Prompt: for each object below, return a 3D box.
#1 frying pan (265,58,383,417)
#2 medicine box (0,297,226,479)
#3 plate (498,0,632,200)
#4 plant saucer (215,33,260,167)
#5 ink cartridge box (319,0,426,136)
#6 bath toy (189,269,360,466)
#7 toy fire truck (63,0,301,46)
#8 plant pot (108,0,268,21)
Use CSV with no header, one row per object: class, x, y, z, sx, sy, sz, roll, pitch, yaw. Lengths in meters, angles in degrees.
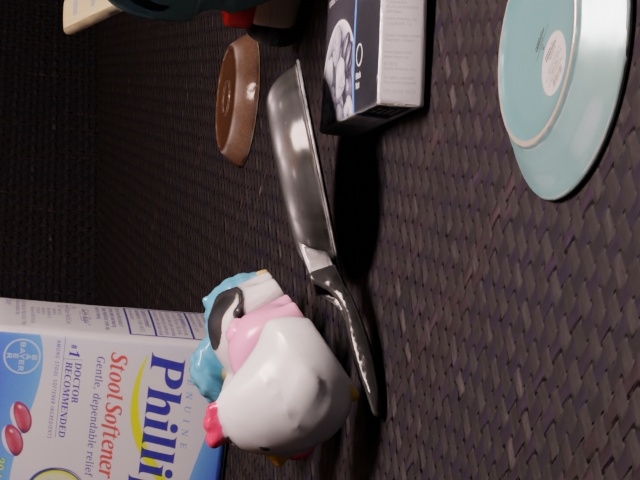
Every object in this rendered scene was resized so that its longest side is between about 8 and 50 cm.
frying pan,0.001,0.003,1.409,0.197,0.053,0.326,73,-173,-80
medicine box,-0.265,0.222,1.967,0.149,0.289,0.263,-130,46,-74
plate,0.138,-0.118,0.971,0.188,0.024,0.188,-174,90,-77
plant saucer,-0.105,-0.175,2.001,0.168,0.029,0.168,-174,90,-76
ink cartridge box,0.045,-0.200,1.345,0.206,0.045,0.208,166,109,-77
bath toy,-0.053,0.125,1.438,0.151,0.129,0.348,58,175,-9
toy fire truck,-0.145,-0.302,1.739,0.217,0.246,0.158,-101,21,-49
plant pot,-0.130,-0.413,1.541,0.341,0.341,0.334,123,131,-63
